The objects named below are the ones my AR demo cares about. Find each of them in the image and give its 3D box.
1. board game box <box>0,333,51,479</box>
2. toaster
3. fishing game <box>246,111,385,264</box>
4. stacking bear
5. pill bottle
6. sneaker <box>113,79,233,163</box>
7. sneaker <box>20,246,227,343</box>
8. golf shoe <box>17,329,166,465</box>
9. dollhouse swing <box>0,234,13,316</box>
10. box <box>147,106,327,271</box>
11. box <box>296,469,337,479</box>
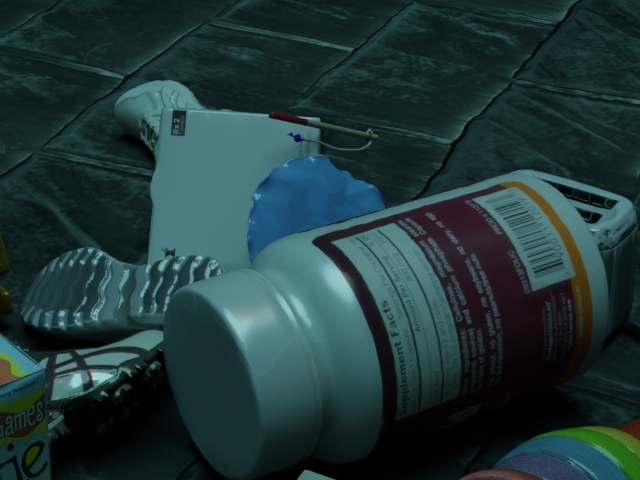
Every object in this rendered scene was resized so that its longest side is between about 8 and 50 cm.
[{"bbox_3d":[-0.303,0.209,1.284,0.142,0.275,0.144,-21,35,-35],"label":"board game box"},{"bbox_3d":[0.255,0.020,1.785,0.227,0.146,0.129,19,34,29],"label":"toaster"},{"bbox_3d":[0.000,0.000,1.736,0.189,0.264,0.041,9,-16,-30],"label":"fishing game"},{"bbox_3d":[0.237,0.232,1.391,0.289,0.175,0.164,-15,70,-49],"label":"stacking bear"},{"bbox_3d":[0.064,0.084,1.581,0.392,0.224,0.224,-16,33,-28],"label":"pill bottle"},{"bbox_3d":[-0.191,-0.137,2.114,0.232,0.090,0.115,20,37,31],"label":"sneaker"},{"bbox_3d":[-0.196,0.081,1.722,0.281,0.115,0.105,3,57,35],"label":"sneaker"},{"bbox_3d":[-0.246,0.136,1.560,0.120,0.105,0.273,43,43,15],"label":"golf shoe"},{"bbox_3d":[-0.549,-0.051,1.688,0.305,0.347,0.315,-29,40,-28],"label":"dollhouse swing"},{"bbox_3d":[-0.090,-0.047,1.824,0.182,0.181,0.119,4,-4,5],"label":"box"},{"bbox_3d":[0.090,0.297,1.218,0.311,0.121,0.148,12,55,36],"label":"box"}]
